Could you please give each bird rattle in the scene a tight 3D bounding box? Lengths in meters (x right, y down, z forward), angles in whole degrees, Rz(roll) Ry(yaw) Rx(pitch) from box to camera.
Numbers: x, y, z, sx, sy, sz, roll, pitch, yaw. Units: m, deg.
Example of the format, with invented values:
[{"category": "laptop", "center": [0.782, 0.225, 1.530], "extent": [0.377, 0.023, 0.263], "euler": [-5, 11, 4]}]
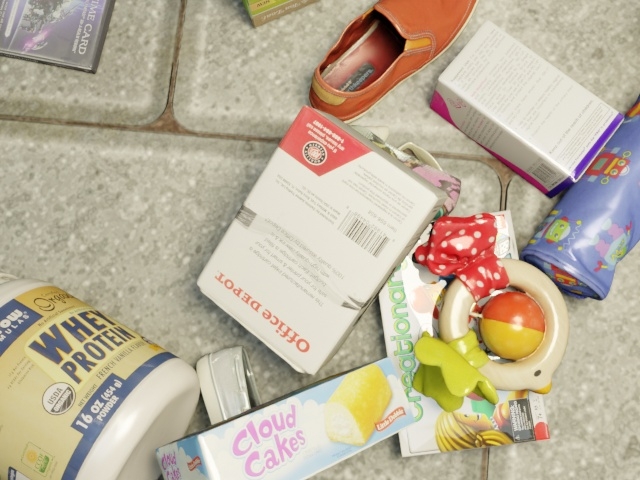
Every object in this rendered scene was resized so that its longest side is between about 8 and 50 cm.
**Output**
[{"category": "bird rattle", "center": [0.208, 0.091, 0.812], "extent": [0.207, 0.143, 0.253], "euler": [16, 70, -6]}]

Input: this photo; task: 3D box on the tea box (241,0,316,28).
[{"category": "tea box", "center": [-0.072, -0.523, 0.838], "extent": [0.220, 0.323, 0.329], "euler": [-24, 81, -1]}]

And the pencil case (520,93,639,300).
[{"category": "pencil case", "center": [0.400, -0.059, 0.854], "extent": [0.133, 0.119, 0.306], "euler": [42, 85, -31]}]

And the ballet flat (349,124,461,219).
[{"category": "ballet flat", "center": [0.098, -0.113, 0.908], "extent": [0.221, 0.077, 0.079], "euler": [31, 67, 2]}]

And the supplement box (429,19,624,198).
[{"category": "supplement box", "center": [0.271, -0.174, 0.879], "extent": [0.220, 0.111, 0.114], "euler": [38, 86, 7]}]

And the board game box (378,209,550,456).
[{"category": "board game box", "center": [0.181, 0.123, 0.874], "extent": [0.193, 0.053, 0.305], "euler": [-8, 82, 3]}]

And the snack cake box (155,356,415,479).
[{"category": "snack cake box", "center": [-0.040, 0.230, 0.763], "extent": [0.264, 0.152, 0.089], "euler": [-14, 79, -36]}]

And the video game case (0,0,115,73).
[{"category": "video game case", "center": [-0.452, -0.375, 0.992], "extent": [0.274, 0.026, 0.196], "euler": [12, 83, 4]}]

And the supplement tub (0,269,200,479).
[{"category": "supplement tub", "center": [-0.337, 0.186, 0.802], "extent": [0.316, 0.228, 0.228], "euler": [27, 85, 10]}]

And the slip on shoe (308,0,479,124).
[{"category": "slip on shoe", "center": [0.112, -0.298, 0.911], "extent": [0.331, 0.101, 0.123], "euler": [-44, 81, -4]}]

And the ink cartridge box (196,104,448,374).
[{"category": "ink cartridge box", "center": [0.000, 0.000, 0.826], "extent": [0.197, 0.114, 0.273], "euler": [37, 104, 13]}]

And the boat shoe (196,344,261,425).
[{"category": "boat shoe", "center": [-0.092, 0.248, 0.860], "extent": [0.081, 0.079, 0.227], "euler": [-24, 79, 4]}]
